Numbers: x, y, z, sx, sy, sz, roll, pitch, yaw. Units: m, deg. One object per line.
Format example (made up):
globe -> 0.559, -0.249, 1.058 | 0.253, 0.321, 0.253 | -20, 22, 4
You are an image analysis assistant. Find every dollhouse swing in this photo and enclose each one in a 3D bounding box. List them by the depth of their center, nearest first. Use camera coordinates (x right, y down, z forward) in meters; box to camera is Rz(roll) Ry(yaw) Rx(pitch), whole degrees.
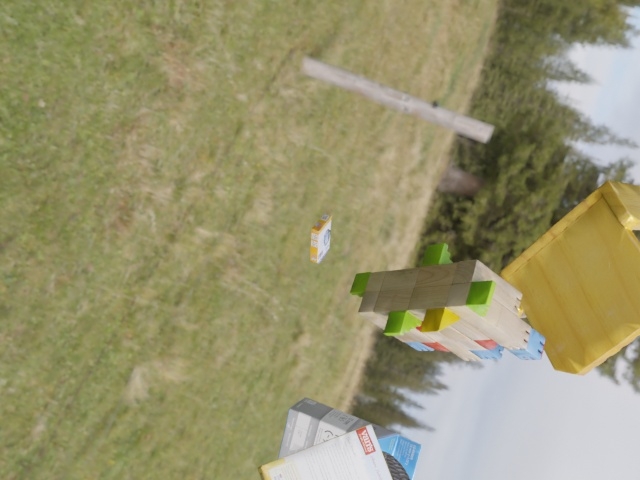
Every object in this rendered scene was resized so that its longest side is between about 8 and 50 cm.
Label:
dollhouse swing -> 0.620, 0.096, 1.808 | 0.315, 0.305, 0.347 | 1, 140, -50

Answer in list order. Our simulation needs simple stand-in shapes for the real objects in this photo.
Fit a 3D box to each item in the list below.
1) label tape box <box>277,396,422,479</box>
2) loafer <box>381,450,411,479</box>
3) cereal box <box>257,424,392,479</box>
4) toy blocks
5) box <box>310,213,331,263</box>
label tape box -> 0.063, 0.597, 2.168 | 0.115, 0.348, 0.249 | -14, 120, -65
loafer -> 0.150, 0.572, 1.717 | 0.102, 0.092, 0.268 | 31, 33, -48
cereal box -> 0.019, 0.478, 1.596 | 0.047, 0.240, 0.173 | 126, -54, -66
toy blocks -> 0.272, 0.154, 1.663 | 0.381, 0.261, 0.190 | -10, -126, 49
box -> 0.000, 0.000, 2.363 | 0.081, 0.028, 0.136 | -51, 156, -44
